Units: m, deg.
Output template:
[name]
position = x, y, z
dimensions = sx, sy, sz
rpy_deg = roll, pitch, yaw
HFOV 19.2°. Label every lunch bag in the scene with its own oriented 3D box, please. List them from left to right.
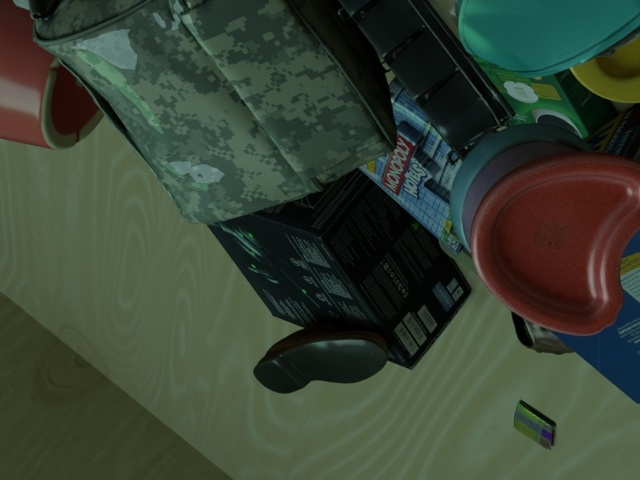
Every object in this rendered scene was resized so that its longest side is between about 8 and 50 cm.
[lunch bag]
position = -0.104, -0.176, 1.844
dimensions = 0.305, 0.256, 0.212
rpy_deg = 53, -165, -33

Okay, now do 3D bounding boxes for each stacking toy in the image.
[stacking toy]
position = 0.263, -0.076, 1.512
dimensions = 0.279, 0.309, 0.130
rpy_deg = 20, -162, -16

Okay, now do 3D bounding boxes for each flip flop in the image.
[flip flop]
position = 0.235, 0.075, 2.086
dimensions = 0.277, 0.080, 0.112
rpy_deg = 35, 159, 17

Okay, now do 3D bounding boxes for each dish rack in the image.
[dish rack]
position = 0.111, -0.144, 1.759
dimensions = 0.208, 0.074, 0.271
rpy_deg = 56, -175, 21

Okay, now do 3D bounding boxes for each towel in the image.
[towel]
position = 0.278, 0.241, 2.461
dimensions = 0.060, 0.009, 0.083
rpy_deg = 34, 158, 19

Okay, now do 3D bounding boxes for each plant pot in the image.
[plant pot]
position = -0.386, -0.243, 2.319
dimensions = 0.243, 0.275, 0.275
rpy_deg = 23, 155, 17

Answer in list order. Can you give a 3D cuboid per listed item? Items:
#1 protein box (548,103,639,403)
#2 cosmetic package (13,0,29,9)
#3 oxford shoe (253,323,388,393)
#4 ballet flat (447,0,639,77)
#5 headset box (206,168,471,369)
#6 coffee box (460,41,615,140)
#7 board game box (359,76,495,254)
[protein box]
position = 0.292, 0.011, 1.687
dimensions = 0.201, 0.136, 0.200
rpy_deg = 39, 146, -9
[cosmetic package]
position = -0.293, -0.395, 1.944
dimensions = 0.197, 0.155, 0.365
rpy_deg = 24, 153, 38
[oxford shoe]
position = 0.006, 0.126, 2.254
dimensions = 0.212, 0.076, 0.076
rpy_deg = -12, 127, 47
[ballet flat]
position = 0.227, -0.255, 1.260
dimensions = 0.147, 0.147, 0.409
rpy_deg = 41, 145, -1
[headset box]
position = 0.000, 0.000, 2.277
dimensions = 0.283, 0.131, 0.246
rpy_deg = 18, 151, 47
[coffee box]
position = 0.217, -0.125, 1.759
dimensions = 0.113, 0.040, 0.184
rpy_deg = 14, 147, 52
[board game box]
position = 0.098, -0.095, 2.007
dimensions = 0.194, 0.060, 0.194
rpy_deg = 36, 160, 10
